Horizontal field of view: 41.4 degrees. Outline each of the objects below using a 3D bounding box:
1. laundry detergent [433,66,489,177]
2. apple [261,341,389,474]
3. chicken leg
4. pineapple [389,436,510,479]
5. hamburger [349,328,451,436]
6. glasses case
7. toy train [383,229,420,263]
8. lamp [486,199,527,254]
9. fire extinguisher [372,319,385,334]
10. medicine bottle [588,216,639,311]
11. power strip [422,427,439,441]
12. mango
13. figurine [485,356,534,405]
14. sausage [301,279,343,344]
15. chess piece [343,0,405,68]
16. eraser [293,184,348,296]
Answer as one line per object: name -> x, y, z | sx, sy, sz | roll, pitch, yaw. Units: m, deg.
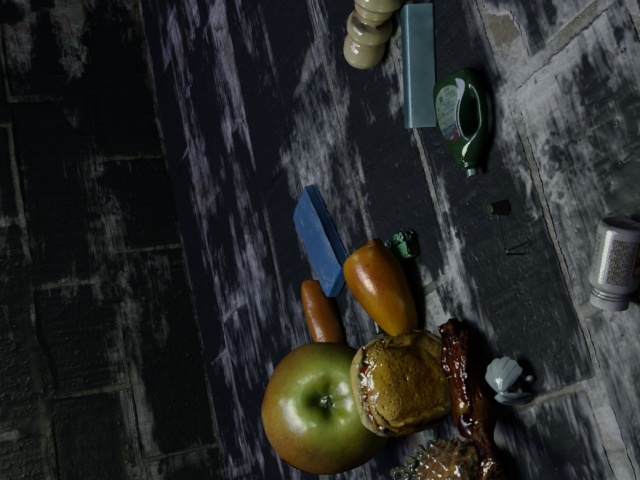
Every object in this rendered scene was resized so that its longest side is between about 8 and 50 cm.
laundry detergent -> 0.294, -0.234, 1.715 | 0.137, 0.063, 0.211 | -26, 71, 57
apple -> 0.023, 0.418, 2.093 | 0.305, 0.338, 0.338 | 125, 135, -73
chicken leg -> 0.310, 0.322, 1.699 | 0.407, 0.096, 0.158 | -96, -6, -50
pineapple -> 0.256, 0.504, 1.818 | 0.361, 0.175, 0.175 | -24, 73, 63
hamburger -> 0.180, 0.318, 1.880 | 0.163, 0.244, 0.244 | 157, 106, -68
glasses case -> 0.206, -0.384, 1.882 | 0.105, 0.056, 0.266 | 9, 103, 64
toy train -> 0.187, 0.021, 2.026 | 0.148, 0.038, 0.071 | -37, 64, 61
lamp -> 0.354, -0.027, 1.634 | 0.041, 0.054, 0.121 | 116, 141, -49
fire extinguisher -> 0.146, 0.196, 2.165 | 0.038, 0.025, 0.083 | -21, 72, 25
medicine bottle -> 0.475, 0.039, 1.358 | 0.079, 0.079, 0.140 | -143, 53, -58
power strip -> 0.249, 0.405, 1.991 | 0.051, 0.019, 0.136 | 146, 115, -64
mango -> 0.150, 0.125, 1.996 | 0.252, 0.126, 0.154 | 62, 160, 0
figurine -> 0.372, 0.273, 1.653 | 0.094, 0.082, 0.086 | -20, 58, 40
sausage -> 0.004, 0.218, 2.392 | 0.098, 0.098, 0.238 | 125, 135, -54
chess piece -> 0.115, -0.515, 1.964 | 0.261, 0.143, 0.142 | 107, 147, -47
eraser -> 0.000, 0.000, 2.415 | 0.144, 0.043, 0.312 | 114, 143, -46
